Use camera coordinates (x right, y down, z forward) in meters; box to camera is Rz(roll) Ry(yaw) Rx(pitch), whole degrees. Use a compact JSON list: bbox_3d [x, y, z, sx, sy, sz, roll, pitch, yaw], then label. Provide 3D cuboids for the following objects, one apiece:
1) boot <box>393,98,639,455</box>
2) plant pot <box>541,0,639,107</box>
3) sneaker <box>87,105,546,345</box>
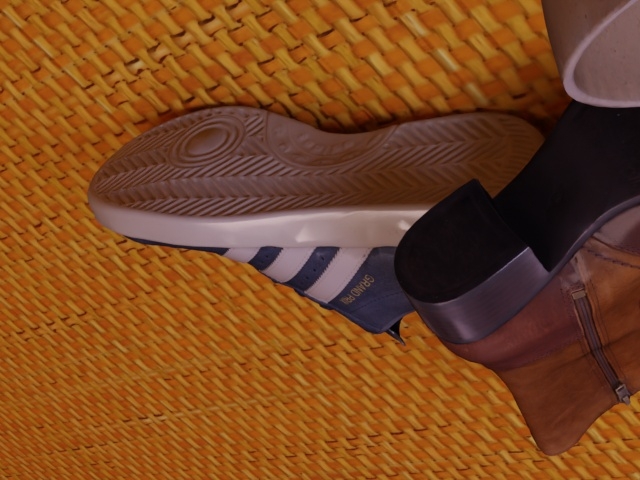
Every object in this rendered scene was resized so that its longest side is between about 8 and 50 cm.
[{"bbox_3d":[0.207,0.021,0.818,0.280,0.264,0.096,44,-170,-51],"label":"boot"},{"bbox_3d":[0.188,-0.187,0.455,0.284,0.284,0.191,-29,76,53],"label":"plant pot"},{"bbox_3d":[0.000,0.000,0.934,0.350,0.131,0.148,6,137,30],"label":"sneaker"}]
